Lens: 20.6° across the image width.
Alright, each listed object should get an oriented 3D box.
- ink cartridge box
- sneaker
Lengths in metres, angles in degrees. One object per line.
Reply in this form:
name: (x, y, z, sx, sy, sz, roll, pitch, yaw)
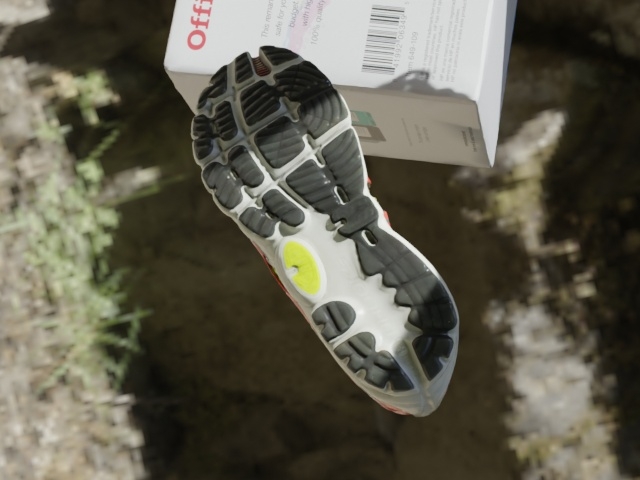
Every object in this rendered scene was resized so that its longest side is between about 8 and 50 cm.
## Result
ink cartridge box: (0.026, -0.195, 1.551, 0.197, 0.270, 0.198, 57, 42, -73)
sneaker: (0.000, 0.000, 1.163, 0.279, 0.107, 0.118, 63, -4, 23)
